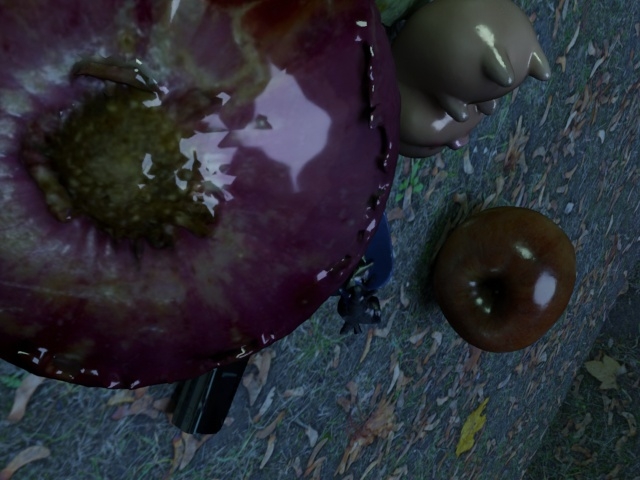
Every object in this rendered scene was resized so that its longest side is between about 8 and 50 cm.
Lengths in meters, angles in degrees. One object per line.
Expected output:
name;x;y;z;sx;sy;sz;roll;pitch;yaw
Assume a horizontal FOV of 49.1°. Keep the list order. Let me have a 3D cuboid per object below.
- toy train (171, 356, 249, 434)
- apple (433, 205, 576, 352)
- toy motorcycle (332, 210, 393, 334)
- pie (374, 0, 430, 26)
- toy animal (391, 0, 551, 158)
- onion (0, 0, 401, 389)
toy train;-0.109;0.108;0.844;0.055;0.048;0.251;24;87;-51
apple;0.321;0.064;1.214;0.254;0.254;0.253;-31;134;-38
toy motorcycle;0.000;0.000;0.806;0.358;0.125;0.212;16;67;-64
pie;0.097;-0.361;0.744;0.274;0.106;0.257;12;96;-64
toy animal;0.144;-0.193;0.842;0.167;0.154;0.250;-10;161;-34
onion;-0.141;-0.082;0.487;0.358;0.345;0.358;-13;113;-33
